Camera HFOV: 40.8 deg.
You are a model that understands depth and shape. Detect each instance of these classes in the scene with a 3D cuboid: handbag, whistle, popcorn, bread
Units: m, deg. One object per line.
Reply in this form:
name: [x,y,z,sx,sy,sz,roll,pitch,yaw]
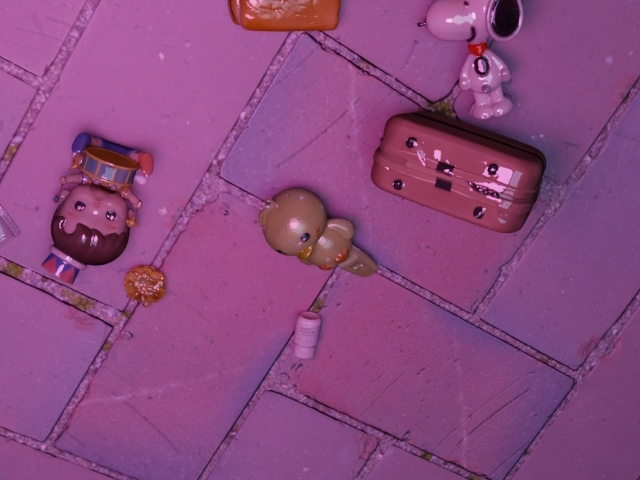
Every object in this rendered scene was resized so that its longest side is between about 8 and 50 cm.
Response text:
handbag: [0.272,-0.138,1.611,0.301,0.283,0.149,21,108,21]
whistle: [-0.002,0.006,1.665,0.294,0.141,0.141,41,98,-23]
popcorn: [-0.340,0.087,1.661,0.083,0.057,0.082,-36,113,5]
bread: [-0.063,-0.431,1.520,0.200,0.077,0.116,-2,119,-11]

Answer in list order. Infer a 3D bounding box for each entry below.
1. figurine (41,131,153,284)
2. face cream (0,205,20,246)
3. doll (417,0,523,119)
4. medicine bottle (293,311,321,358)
figurine: [-0.404,-0.050,1.538,0.161,0.158,0.276,16,106,-8]
face cream: [-0.671,0.006,1.558,0.224,0.070,0.114,-35,114,-8]
doll: [0.320,-0.376,1.604,0.208,0.144,0.271,-27,112,21]
medicine bottle: [-0.029,0.195,1.775,0.052,0.052,0.089,4,110,-14]
